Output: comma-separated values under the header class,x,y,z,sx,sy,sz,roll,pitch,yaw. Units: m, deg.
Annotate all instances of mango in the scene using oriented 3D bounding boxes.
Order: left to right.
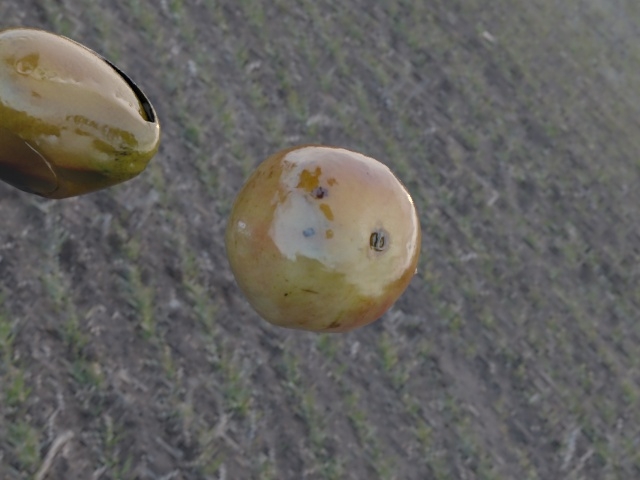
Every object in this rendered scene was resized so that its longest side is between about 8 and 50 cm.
class,x,y,z,sx,sy,sz,roll,pitch,yaw
mango,-0.291,-0.149,1.341,0.236,0.136,0.166,30,56,-12

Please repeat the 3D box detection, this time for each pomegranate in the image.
class,x,y,z,sx,sy,sz,roll,pitch,yaw
pomegranate,0.001,0.003,1.143,0.191,0.191,0.191,30,28,-18
